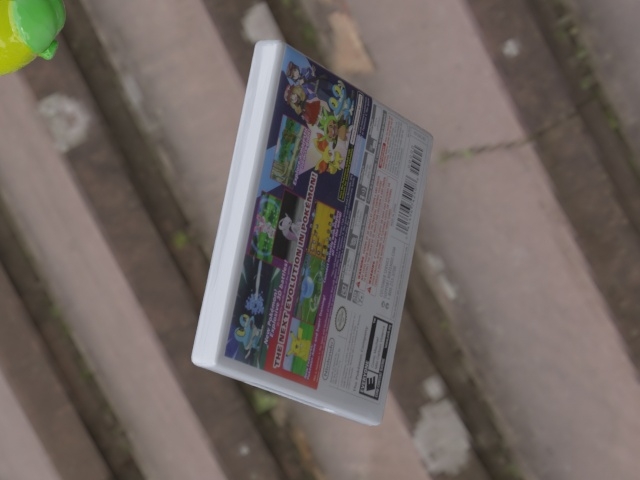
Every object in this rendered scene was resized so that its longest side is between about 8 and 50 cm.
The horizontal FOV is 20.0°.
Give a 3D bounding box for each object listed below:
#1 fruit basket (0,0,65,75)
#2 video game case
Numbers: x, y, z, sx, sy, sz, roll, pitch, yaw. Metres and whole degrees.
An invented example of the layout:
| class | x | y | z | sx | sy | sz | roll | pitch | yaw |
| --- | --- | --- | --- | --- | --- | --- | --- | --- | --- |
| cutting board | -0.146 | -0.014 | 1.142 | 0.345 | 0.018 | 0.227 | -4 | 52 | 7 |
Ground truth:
| class | x | y | z | sx | sy | sz | roll | pitch | yaw |
| --- | --- | --- | --- | --- | --- | --- | --- | --- | --- |
| fruit basket | -0.445 | -0.277 | 1.769 | 0.392 | 0.392 | 0.283 | 54 | -165 | 17 |
| video game case | 0.000 | 0.000 | 1.135 | 0.023 | 0.201 | 0.183 | 3 | 166 | 36 |
